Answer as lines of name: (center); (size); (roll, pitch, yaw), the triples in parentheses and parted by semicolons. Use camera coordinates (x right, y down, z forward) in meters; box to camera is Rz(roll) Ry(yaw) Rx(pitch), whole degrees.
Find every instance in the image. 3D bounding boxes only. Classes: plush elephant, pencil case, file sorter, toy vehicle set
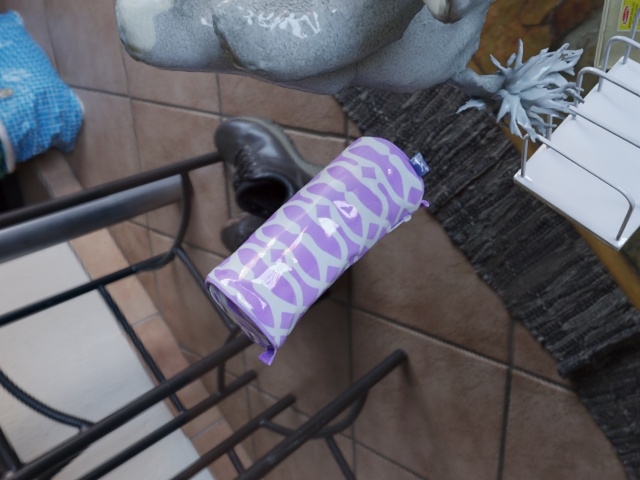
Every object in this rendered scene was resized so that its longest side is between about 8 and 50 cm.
plush elephant: (0.051, -0.227, 0.406); (0.330, 0.272, 0.255); (27, 142, 12)
pencil case: (0.000, 0.000, 0.548); (0.088, 0.206, 0.086); (55, 163, -22)
file sorter: (0.449, -0.168, 0.946); (0.193, 0.278, 0.173); (40, 175, 25)
toy vehicle set: (0.704, -0.496, 1.406); (0.165, 0.035, 0.267); (8, 136, 18)
